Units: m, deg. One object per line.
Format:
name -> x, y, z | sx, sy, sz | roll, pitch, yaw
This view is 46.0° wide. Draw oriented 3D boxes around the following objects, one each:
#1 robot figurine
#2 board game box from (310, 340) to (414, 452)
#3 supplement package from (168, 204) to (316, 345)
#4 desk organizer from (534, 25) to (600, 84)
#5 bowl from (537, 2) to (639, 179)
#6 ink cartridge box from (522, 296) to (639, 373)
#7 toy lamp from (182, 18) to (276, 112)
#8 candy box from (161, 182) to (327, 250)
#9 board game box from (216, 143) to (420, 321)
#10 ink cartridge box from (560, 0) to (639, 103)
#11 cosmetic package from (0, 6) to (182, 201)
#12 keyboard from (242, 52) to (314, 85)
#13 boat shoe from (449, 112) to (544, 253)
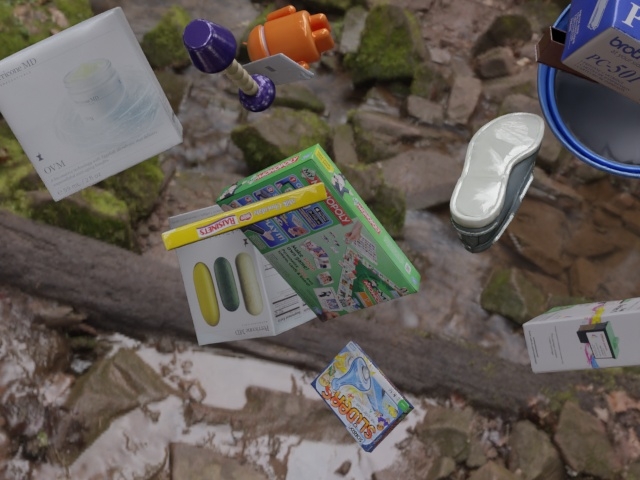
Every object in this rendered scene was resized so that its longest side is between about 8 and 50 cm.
robot figurine -> -0.081, -0.474, 1.813 | 0.220, 0.158, 0.128 | -15, 20, 11
board game box -> 0.087, 0.334, 1.624 | 0.136, 0.035, 0.201 | -48, 57, 5
supplement package -> -0.141, 0.051, 1.512 | 0.199, 0.262, 0.198 | -12, 2, 32
desk organizer -> 0.454, -0.331, 1.347 | 0.130, 0.050, 0.047 | 17, 52, -10
bowl -> 0.605, -0.302, 1.399 | 0.391, 0.391, 0.077 | 29, 4, 16
ink cartridge box -> 0.614, 0.201, 1.631 | 0.201, 0.278, 0.117 | -11, 89, -53
toy lamp -> -0.144, -0.280, 1.218 | 0.080, 0.275, 0.080 | -2, 83, 15
candy box -> -0.098, -0.031, 0.959 | 0.206, 0.027, 0.105 | -18, 7, -8
board game box -> 0.000, 0.000, 1.304 | 0.317, 0.214, 0.046 | 51, 36, -26
ink cartridge box -> 0.248, -0.113, 0.458 | 0.207, 0.046, 0.097 | 21, 68, -16
cosmetic package -> -0.369, -0.219, 1.197 | 0.224, 0.224, 0.138 | -26, 21, -1
keyboard -> -0.087, -0.324, 1.439 | 0.072, 0.256, 0.014 | 35, 84, -22
boat shoe -> 0.307, -0.107, 1.308 | 0.116, 0.099, 0.319 | 11, 47, 28
